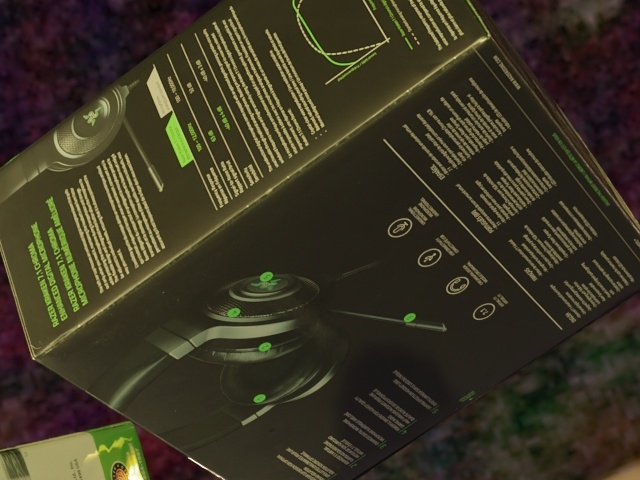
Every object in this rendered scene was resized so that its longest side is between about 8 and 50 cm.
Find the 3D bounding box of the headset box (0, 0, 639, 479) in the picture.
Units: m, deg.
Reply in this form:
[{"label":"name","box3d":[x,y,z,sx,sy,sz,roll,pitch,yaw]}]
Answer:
[{"label":"headset box","box3d":[0.000,0.000,0.842,0.283,0.131,0.246,-36,139,11]}]

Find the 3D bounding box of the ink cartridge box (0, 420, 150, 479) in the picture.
[{"label":"ink cartridge box","box3d":[-0.181,0.197,0.911,0.087,0.153,0.208,-20,171,30]}]
